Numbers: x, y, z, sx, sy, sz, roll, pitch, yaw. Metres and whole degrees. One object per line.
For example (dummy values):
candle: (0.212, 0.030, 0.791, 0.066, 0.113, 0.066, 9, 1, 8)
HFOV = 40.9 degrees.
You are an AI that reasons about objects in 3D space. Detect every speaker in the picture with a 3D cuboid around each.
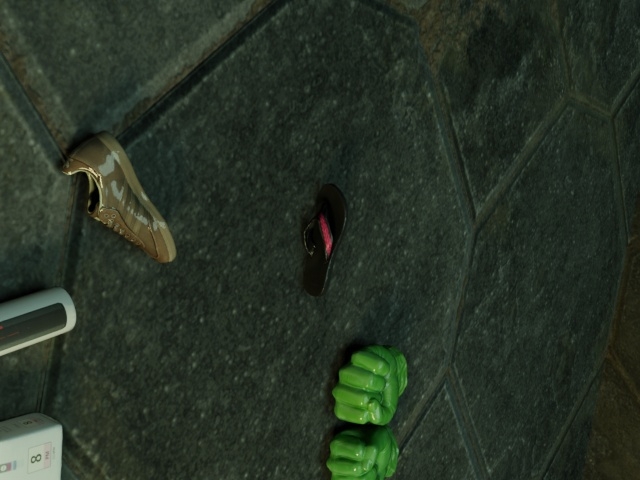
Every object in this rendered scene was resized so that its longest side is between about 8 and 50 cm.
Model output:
speaker: (-0.336, 0.093, 0.925, 0.136, 0.055, 0.055, -19, 115, -48)

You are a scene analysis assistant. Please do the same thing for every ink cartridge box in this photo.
ink cartridge box: (-0.390, 0.305, 0.919, 0.232, 0.066, 0.189, -9, 107, -55)

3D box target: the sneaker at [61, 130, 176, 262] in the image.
sneaker: (-0.240, -0.038, 1.019, 0.071, 0.066, 0.188, -37, 124, -20)

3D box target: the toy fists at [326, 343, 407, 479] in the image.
toy fists: (0.082, 0.319, 1.499, 0.142, 0.096, 0.279, -8, 108, -50)

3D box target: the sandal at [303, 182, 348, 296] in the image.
sandal: (0.000, 0.000, 1.328, 0.040, 0.067, 0.179, 6, 98, -41)
